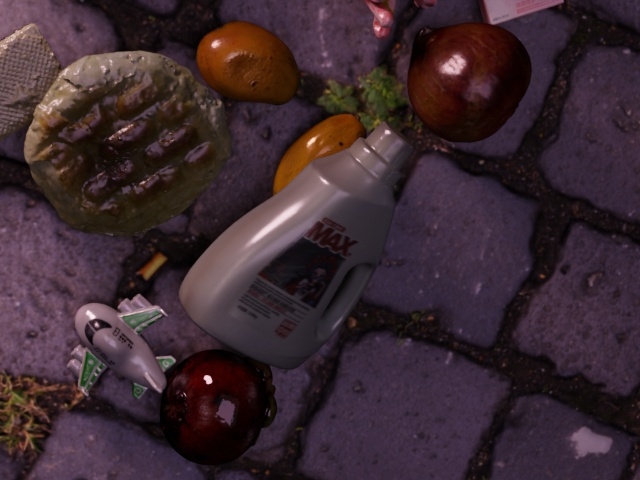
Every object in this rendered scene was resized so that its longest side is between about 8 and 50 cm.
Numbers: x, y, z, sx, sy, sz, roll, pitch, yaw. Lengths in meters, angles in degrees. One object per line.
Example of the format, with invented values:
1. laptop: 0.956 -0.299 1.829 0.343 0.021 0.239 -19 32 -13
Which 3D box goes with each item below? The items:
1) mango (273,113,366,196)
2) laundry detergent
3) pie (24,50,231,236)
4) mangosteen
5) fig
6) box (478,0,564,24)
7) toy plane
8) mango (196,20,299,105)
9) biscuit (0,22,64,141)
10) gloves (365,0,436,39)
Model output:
1. mango: -0.005 -0.118 2.014 0.190 0.075 0.098 -46 113 4
2. laundry detergent: 0.000 0.000 1.977 0.264 0.125 0.398 33 104 -37
3. pie: -0.276 -0.133 1.894 0.306 0.071 0.306 -10 116 -20
4. mangosteen: -0.146 0.251 2.021 0.199 0.200 0.200 -5 107 -19
5. fig: 0.217 -0.249 2.008 0.205 0.205 0.205 -5 107 -19
6. box: 0.304 -0.391 2.049 0.125 0.043 0.089 -19 103 -4
7. toy plane: -0.295 0.162 1.973 0.174 0.080 0.174 -1 98 -5
8. mango: -0.101 -0.258 1.930 0.165 0.089 0.115 6 104 -24
9. biscuit: -0.452 -0.203 1.843 0.199 0.040 0.121 -34 116 -10
10. gloves: 0.093 -0.418 1.942 0.145 0.126 0.241 3 102 -46
